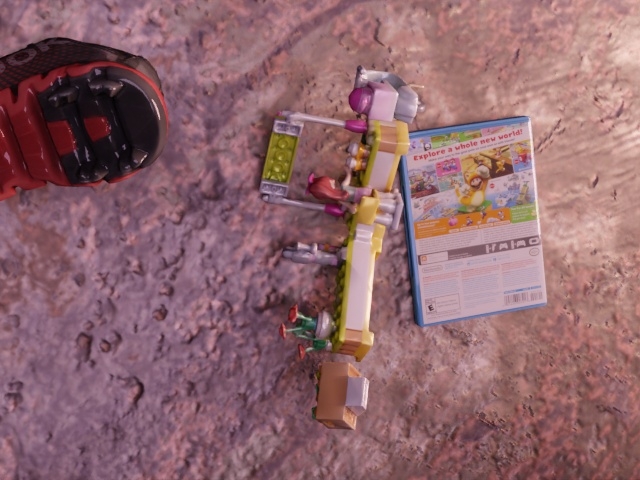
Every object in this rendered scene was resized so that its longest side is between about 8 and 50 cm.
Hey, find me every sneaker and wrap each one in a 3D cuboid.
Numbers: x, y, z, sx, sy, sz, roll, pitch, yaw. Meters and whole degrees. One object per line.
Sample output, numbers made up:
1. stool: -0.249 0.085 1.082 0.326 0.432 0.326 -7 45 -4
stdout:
1. sneaker: -0.238 -0.086 1.021 0.276 0.135 0.097 -9 114 10

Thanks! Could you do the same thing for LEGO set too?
1. LEGO set: 0.000 0.000 1.087 0.107 0.132 0.287 10 102 -7

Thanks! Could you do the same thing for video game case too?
1. video game case: 0.130 -0.017 1.169 0.119 0.015 0.166 -9 100 -13
